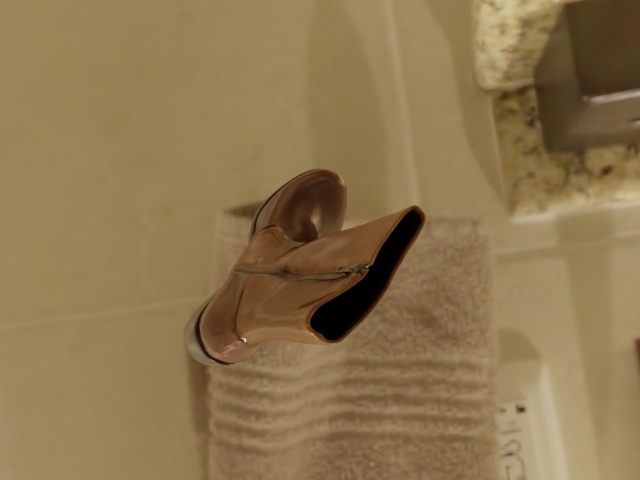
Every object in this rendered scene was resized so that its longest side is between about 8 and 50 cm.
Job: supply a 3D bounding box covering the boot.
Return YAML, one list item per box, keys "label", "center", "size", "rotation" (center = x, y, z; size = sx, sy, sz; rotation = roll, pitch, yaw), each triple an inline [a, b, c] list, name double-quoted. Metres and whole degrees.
- label: "boot"
  center: [0.000, 0.000, 0.913]
  size: [0.264, 0.096, 0.280]
  rotation: [-46, -169, -29]
